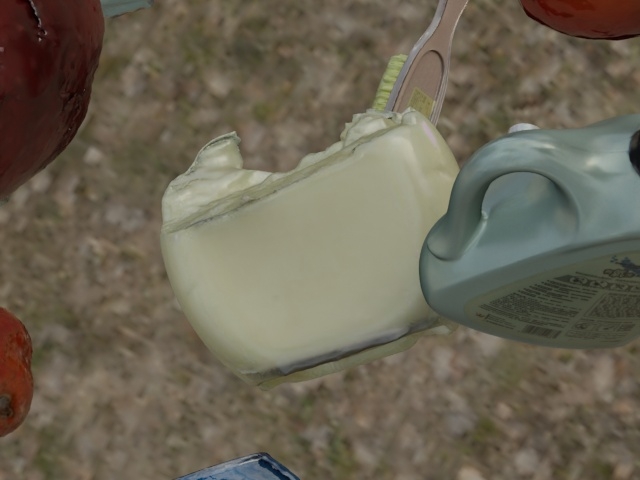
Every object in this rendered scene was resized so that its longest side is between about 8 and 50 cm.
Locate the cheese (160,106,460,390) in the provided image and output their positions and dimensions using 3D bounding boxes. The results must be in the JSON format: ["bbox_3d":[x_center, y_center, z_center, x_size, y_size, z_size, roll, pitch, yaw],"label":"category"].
[{"bbox_3d":[0.000,0.000,1.651,0.266,0.127,0.233,-20,91,7],"label":"cheese"}]

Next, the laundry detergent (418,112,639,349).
[{"bbox_3d":[0.198,-0.020,1.414,0.280,0.215,0.105,118,159,-61],"label":"laundry detergent"}]

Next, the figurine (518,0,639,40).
[{"bbox_3d":[0.267,-0.134,0.936,0.269,0.211,0.261,-11,51,-16],"label":"figurine"}]

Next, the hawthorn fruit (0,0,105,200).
[{"bbox_3d":[-0.189,-0.086,0.919,0.181,0.181,0.235,-51,20,7],"label":"hawthorn fruit"}]

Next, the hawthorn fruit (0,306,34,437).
[{"bbox_3d":[-0.206,0.073,1.102,0.093,0.093,0.093,-23,52,33],"label":"hawthorn fruit"}]

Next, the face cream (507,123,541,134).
[{"bbox_3d":[0.164,-0.038,1.618,0.034,0.034,0.130,-17,47,36],"label":"face cream"}]

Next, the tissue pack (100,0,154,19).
[{"bbox_3d":[-0.166,-0.217,1.508,0.058,0.094,0.074,-13,89,3],"label":"tissue pack"}]

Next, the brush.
[{"bbox_3d":[0.105,-0.202,2.022,0.067,0.072,0.313,14,80,41],"label":"brush"}]

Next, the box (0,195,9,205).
[{"bbox_3d":[-0.320,-0.047,1.569,0.122,0.084,0.069,-16,90,-3],"label":"box"}]

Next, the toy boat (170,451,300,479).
[{"bbox_3d":[-0.130,0.195,1.065,0.299,0.096,0.062,-26,66,11],"label":"toy boat"}]
